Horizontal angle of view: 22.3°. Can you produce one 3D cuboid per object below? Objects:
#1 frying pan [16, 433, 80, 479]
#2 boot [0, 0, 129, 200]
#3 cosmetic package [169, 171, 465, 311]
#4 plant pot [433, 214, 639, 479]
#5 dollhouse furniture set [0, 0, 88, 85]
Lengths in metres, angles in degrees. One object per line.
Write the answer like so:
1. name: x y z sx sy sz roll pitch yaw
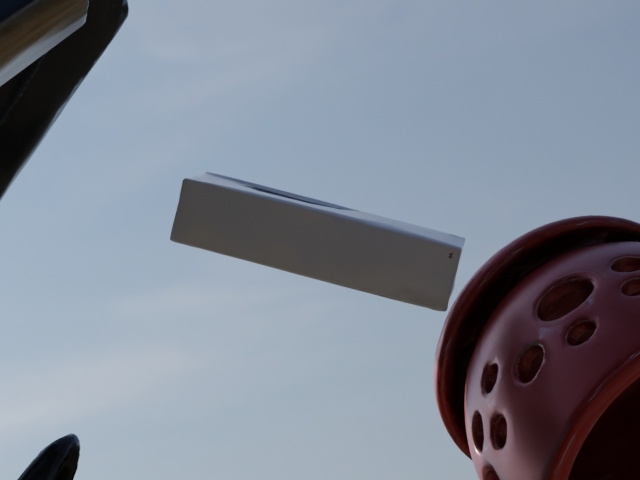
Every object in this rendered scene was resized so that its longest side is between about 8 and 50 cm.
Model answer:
1. frying pan: -0.156 0.217 0.549 0.053 0.197 0.326 17 22 17
2. boot: -0.294 -0.113 1.096 0.146 0.445 0.367 23 -28 13
3. cosmetic package: 0.000 0.000 1.380 0.239 0.060 0.099 15 5 6
4. plant pot: 0.164 0.085 0.873 0.191 0.174 0.191 -10 -61 -18
5. dollhouse furniture set: -0.229 -0.129 0.564 0.286 0.198 0.303 -39 -1 -14
